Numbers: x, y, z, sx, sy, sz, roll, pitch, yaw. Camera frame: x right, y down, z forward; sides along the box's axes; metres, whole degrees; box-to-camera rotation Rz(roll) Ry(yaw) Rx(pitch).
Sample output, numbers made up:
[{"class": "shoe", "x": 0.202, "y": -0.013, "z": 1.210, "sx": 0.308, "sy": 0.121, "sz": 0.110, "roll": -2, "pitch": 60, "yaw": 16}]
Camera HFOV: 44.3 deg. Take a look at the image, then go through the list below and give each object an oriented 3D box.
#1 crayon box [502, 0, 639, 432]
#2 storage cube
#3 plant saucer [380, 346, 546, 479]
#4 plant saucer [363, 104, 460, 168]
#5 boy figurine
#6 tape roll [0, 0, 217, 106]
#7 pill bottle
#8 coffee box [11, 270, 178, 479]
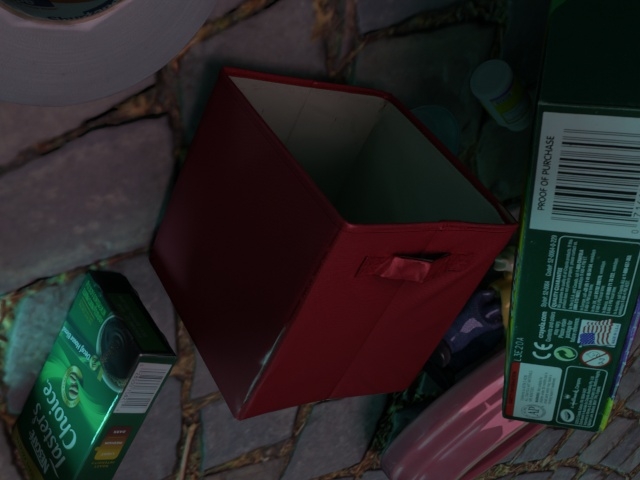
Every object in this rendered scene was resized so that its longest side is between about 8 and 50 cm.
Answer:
[{"class": "crayon box", "x": 0.241, "y": -0.060, "z": 0.723, "sx": 0.313, "sy": 0.106, "sz": 0.363, "roll": -70, "pitch": 161, "yaw": -44}, {"class": "storage cube", "x": 0.000, "y": 0.000, "z": 0.635, "sx": 0.183, "sy": 0.215, "sz": 0.193, "roll": -1, "pitch": 130, "yaw": -40}, {"class": "plant saucer", "x": 0.235, "y": 0.234, "z": 1.048, "sx": 0.332, "sy": 0.084, "sz": 0.332, "roll": -29, "pitch": 156, "yaw": -15}, {"class": "plant saucer", "x": 0.084, "y": -0.083, "z": 0.773, "sx": 0.119, "sy": 0.021, "sz": 0.119, "roll": -22, "pitch": 134, "yaw": -24}, {"class": "boy figurine", "x": 0.240, "y": 0.062, "z": 0.971, "sx": 0.285, "sy": 0.092, "sz": 0.177, "roll": -35, "pitch": 139, "yaw": -12}, {"class": "tape roll", "x": -0.157, "y": -0.190, "z": 0.445, "sx": 0.219, "sy": 0.072, "sz": 0.219, "roll": -22, "pitch": 136, "yaw": -23}, {"class": "pill bottle", "x": 0.184, "y": -0.142, "z": 0.788, "sx": 0.043, "sy": 0.043, "sz": 0.083, "roll": -49, "pitch": 140, "yaw": 6}, {"class": "coffee box", "x": -0.194, "y": 0.132, "z": 0.656, "sx": 0.040, "sy": 0.113, "sz": 0.184, "roll": 11, "pitch": 117, "yaw": -45}]
